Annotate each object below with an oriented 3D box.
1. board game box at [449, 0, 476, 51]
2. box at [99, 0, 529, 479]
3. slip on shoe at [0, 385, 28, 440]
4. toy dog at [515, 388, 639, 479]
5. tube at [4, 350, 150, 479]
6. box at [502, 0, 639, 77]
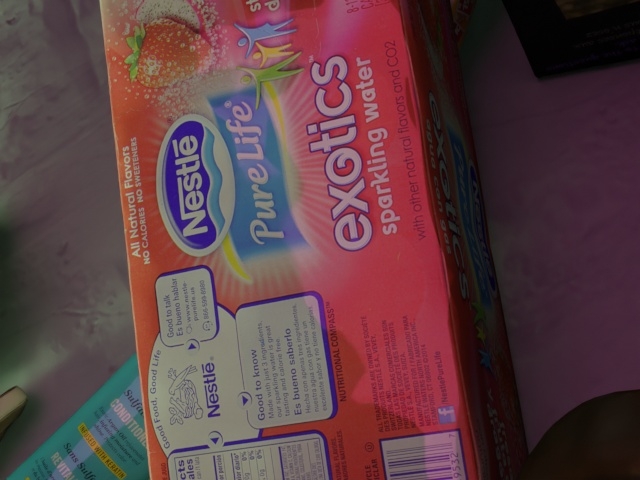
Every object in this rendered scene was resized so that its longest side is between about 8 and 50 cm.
[{"bbox_3d":[0.012,-0.092,0.605,0.124,0.039,0.259,19,87,29],"label":"board game box"},{"bbox_3d":[0.000,0.000,0.494,0.154,0.142,0.300,-12,79,18],"label":"box"},{"bbox_3d":[-0.235,0.153,0.643,0.041,0.051,0.135,45,82,-7],"label":"slip on shoe"},{"bbox_3d":[0.262,0.069,0.307,0.408,0.284,0.395,-35,43,8],"label":"toy dog"},{"bbox_3d":[-0.109,0.109,0.597,0.207,0.052,0.080,-42,89,1],"label":"tube"},{"bbox_3d":[0.140,-0.225,0.488,0.143,0.270,0.165,-8,66,22],"label":"box"}]
